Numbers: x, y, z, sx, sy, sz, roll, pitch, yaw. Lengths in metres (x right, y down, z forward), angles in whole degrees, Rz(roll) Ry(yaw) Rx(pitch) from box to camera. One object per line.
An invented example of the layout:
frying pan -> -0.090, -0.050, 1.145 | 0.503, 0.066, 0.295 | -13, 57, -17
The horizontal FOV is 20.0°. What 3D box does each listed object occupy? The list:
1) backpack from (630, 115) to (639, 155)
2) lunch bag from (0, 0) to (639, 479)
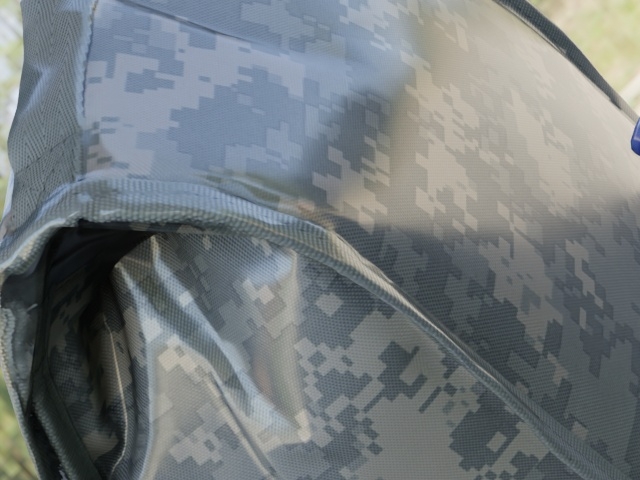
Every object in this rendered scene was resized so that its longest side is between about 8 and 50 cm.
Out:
backpack -> 0.074, -0.052, 0.194 | 0.114, 0.084, 0.105 | -66, -13, 25
lunch bag -> 0.000, 0.000, 0.621 | 0.169, 0.287, 0.235 | -32, 35, 27
